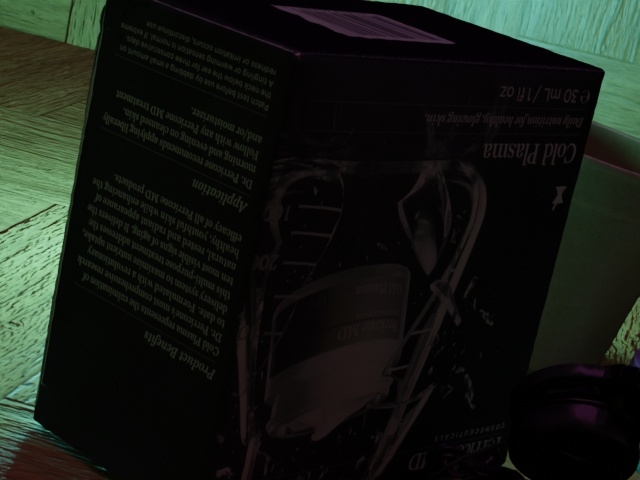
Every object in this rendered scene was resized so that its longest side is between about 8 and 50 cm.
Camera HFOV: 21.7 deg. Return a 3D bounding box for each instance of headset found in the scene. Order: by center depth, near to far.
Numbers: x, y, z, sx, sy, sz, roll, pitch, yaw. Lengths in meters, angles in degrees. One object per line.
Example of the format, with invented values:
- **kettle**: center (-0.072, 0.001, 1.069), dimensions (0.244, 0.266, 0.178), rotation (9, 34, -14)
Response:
- **headset**: center (0.236, 0.243, 1.589), dimensions (0.185, 0.243, 0.394), rotation (32, -14, -29)

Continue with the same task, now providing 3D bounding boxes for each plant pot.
- **plant pot**: center (0.320, 0.005, 2.252), dimensions (0.334, 0.305, 0.334), rotation (19, 15, -5)

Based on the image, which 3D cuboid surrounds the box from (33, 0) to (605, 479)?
- **box**: center (0.000, 0.000, 1.753), dimensions (0.480, 0.471, 0.297), rotation (-4, 23, -45)

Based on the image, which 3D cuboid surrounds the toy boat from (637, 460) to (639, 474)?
- **toy boat**: center (0.412, 0.276, 1.754), dimensions (0.267, 0.148, 0.318), rotation (27, 13, 30)

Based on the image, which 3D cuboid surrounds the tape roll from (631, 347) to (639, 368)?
- **tape roll**: center (0.517, 0.218, 2.093), dimensions (0.275, 0.090, 0.275), rotation (12, 15, -3)
